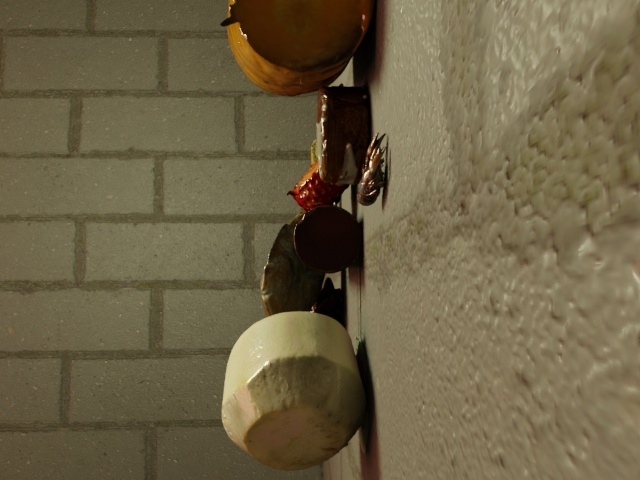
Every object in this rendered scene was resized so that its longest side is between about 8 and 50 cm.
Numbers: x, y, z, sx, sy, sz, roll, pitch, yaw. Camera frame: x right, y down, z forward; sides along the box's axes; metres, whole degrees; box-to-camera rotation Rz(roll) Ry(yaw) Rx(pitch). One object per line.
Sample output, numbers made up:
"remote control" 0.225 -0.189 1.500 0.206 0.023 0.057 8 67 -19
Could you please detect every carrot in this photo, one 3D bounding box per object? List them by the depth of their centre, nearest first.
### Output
"carrot" -0.042 -0.349 0.736 0.340 0.224 0.224 -117 27 -76

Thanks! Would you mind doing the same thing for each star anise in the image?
"star anise" 0.009 0.228 1.202 0.272 0.103 0.271 -39 42 47

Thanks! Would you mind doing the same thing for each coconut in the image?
"coconut" -0.040 0.228 0.738 0.241 0.241 0.241 180 90 -88

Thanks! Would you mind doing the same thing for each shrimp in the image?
"shrimp" 0.061 -0.077 0.532 0.038 0.029 0.092 -92 6 -60
"shrimp" -0.047 0.007 1.151 0.221 0.110 0.445 49 -130 -50

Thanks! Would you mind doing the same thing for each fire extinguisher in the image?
"fire extinguisher" 0.000 0.000 0.909 0.114 0.135 0.337 -48 -1 -4

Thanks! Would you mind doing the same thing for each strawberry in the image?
"strawberry" 0.008 -0.115 0.887 0.145 0.086 0.145 -49 4 5

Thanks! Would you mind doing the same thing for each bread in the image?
"bread" 0.033 -0.163 0.721 0.160 0.073 0.160 176 90 -87

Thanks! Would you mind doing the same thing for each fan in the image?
"fan" 0.064 0.187 0.784 0.191 0.009 0.328 132 137 -88

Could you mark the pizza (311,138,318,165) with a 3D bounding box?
"pizza" 0.014 -0.146 1.467 0.287 0.075 0.279 -96 2 -56
